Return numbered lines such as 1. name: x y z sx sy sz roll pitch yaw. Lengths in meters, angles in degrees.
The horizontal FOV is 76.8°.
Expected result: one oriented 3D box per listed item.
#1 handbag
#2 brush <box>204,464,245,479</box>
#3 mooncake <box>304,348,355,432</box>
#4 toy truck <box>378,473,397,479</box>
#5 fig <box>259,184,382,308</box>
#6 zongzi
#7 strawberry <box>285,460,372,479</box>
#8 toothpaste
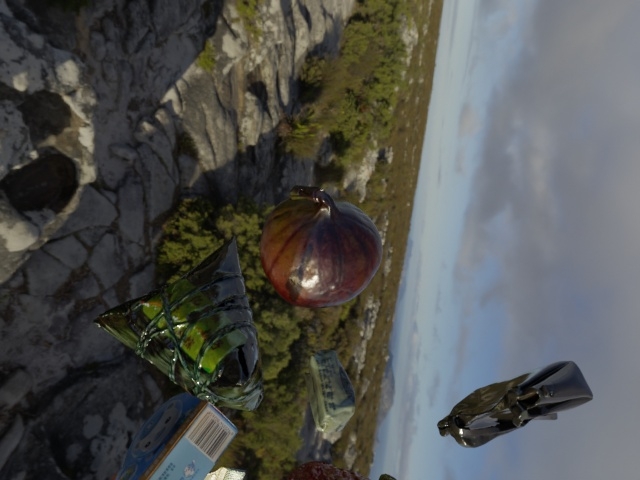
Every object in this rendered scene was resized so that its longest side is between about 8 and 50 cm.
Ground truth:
1. handbag: 0.429 0.374 0.913 0.257 0.285 0.113 5 55 -40
2. brush: -0.273 0.514 0.875 0.011 0.205 0.083 -123 -126 -74
3. mooncake: 0.034 0.538 1.424 0.250 0.136 0.254 98 -20 -51
4. toy truck: 0.135 0.433 0.684 0.054 0.083 0.049 113 1 -64
5. fig: 0.000 0.014 0.767 0.214 0.235 0.235 -39 -156 45
6. zongzi: -0.234 0.169 0.931 0.362 0.384 0.319 -49 169 -30
7. strawberry: 0.046 0.649 0.906 0.258 0.261 0.260 -176 -87 -68
8. toothpaste: -0.155 0.215 0.316 0.193 0.070 0.044 -50 117 -34
